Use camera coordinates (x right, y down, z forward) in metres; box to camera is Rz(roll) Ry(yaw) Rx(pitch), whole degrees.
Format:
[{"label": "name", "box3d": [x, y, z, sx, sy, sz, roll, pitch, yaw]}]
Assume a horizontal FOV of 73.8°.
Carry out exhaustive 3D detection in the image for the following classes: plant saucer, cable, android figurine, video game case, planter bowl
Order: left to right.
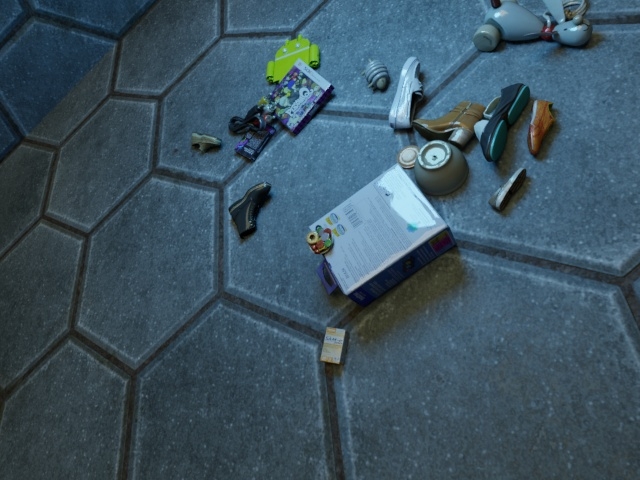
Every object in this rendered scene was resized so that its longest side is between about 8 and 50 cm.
[{"label": "cable", "box3d": [-0.275, -0.478, 1.725, 0.287, 0.072, 0.140, -16, 76, 49]}, {"label": "android figurine", "box3d": [-0.114, -0.742, 1.782, 0.248, 0.056, 0.273, -8, 67, 25]}, {"label": "video game case", "box3d": [-0.089, -0.561, 1.661, 0.232, 0.041, 0.210, -48, 62, 12]}, {"label": "plant saucer", "box3d": [0.288, -0.272, 1.382, 0.083, 0.013, 0.084, -12, 63, 24]}, {"label": "planter bowl", "box3d": [0.350, -0.229, 1.272, 0.162, 0.109, 0.162, -11, 64, 24]}]

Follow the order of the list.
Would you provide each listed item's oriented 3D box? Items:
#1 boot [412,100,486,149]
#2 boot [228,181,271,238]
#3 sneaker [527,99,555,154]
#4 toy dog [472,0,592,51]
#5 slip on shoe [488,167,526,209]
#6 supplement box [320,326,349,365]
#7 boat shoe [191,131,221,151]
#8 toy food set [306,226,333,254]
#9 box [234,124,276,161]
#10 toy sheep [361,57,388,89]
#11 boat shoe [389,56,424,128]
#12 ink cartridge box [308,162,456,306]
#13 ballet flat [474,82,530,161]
[{"label": "boot", "box3d": [0.404, -0.380, 1.339, 0.197, 0.073, 0.152, 31, 83, 26]}, {"label": "boot", "box3d": [-0.239, -0.108, 1.559, 0.198, 0.076, 0.137, -38, 60, 24]}, {"label": "sneaker", "box3d": [0.622, -0.321, 1.200, 0.067, 0.064, 0.175, 11, 76, 21]}, {"label": "toy dog", "box3d": [0.634, -0.685, 1.295, 0.333, 0.161, 0.220, 2, 69, 29]}, {"label": "slip on shoe", "box3d": [0.519, -0.147, 1.186, 0.041, 0.051, 0.135, 34, 93, 46]}, {"label": "supplement box", "box3d": [0.042, 0.307, 1.237, 0.062, 0.036, 0.099, 2, 69, 28]}, {"label": "boat shoe", "box3d": [-0.495, -0.418, 1.838, 0.190, 0.068, 0.072, 18, 90, 43]}, {"label": "toy food set", "box3d": [0.000, 0.000, 1.231, 0.082, 0.020, 0.083, -28, 56, 16]}, {"label": "box", "box3d": [-0.266, -0.406, 1.726, 0.116, 0.029, 0.162, 32, 84, 36]}, {"label": "toy sheep", "box3d": [0.198, -0.601, 1.535, 0.091, 0.091, 0.132, -28, 76, 14]}, {"label": "boat shoe", "box3d": [0.306, -0.493, 1.434, 0.084, 0.095, 0.258, 14, 85, 28]}, {"label": "ink cartridge box", "box3d": [0.148, 0.003, 1.249, 0.395, 0.151, 0.270, -35, 56, 9]}, {"label": "ballet flat", "box3d": [0.518, -0.344, 1.253, 0.096, 0.095, 0.281, 18, 67, 43]}]
